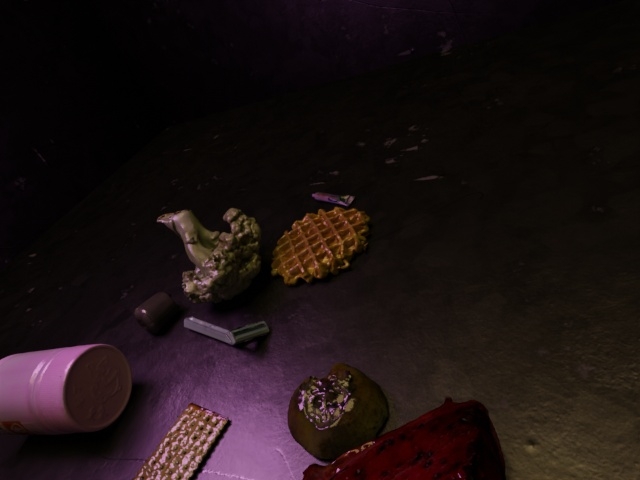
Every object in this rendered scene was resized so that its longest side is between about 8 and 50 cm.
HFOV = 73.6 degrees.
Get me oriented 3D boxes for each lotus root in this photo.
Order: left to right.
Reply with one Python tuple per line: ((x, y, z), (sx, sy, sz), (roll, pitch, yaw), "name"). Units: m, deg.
((0.018, 0.304, 0.812), (0.203, 0.078, 0.183), (15, 51, 47), "lotus root")

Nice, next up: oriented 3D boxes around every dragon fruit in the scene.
((0.116, 0.410, 0.601), (0.329, 0.228, 0.286), (-31, -4, 28), "dragon fruit")

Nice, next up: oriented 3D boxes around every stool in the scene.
((-0.479, 0.209, 1.255), (0.096, 0.096, 0.110), (8, 41, 40), "stool")

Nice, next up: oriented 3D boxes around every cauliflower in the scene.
((-0.285, 0.027, 1.199), (0.260, 0.281, 0.327), (-20, 25, 3), "cauliflower")

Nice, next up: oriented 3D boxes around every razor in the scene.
((-0.267, 0.237, 1.118), (0.277, 0.056, 0.111), (-3, 3, 40), "razor")

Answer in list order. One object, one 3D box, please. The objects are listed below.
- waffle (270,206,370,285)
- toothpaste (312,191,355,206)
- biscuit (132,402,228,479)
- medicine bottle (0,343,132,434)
((-0.006, 0.007, 1.236), (0.329, 0.062, 0.329), (-17, 35, 12), "waffle")
((0.038, -0.141, 1.434), (0.169, 0.028, 0.045), (14, 57, 39), "toothpaste")
((-0.300, 0.451, 0.879), (0.139, 0.016, 0.231), (3, 44, 36), "biscuit")
((-0.653, 0.369, 1.056), (0.315, 0.202, 0.202), (-11, 37, 23), "medicine bottle")
